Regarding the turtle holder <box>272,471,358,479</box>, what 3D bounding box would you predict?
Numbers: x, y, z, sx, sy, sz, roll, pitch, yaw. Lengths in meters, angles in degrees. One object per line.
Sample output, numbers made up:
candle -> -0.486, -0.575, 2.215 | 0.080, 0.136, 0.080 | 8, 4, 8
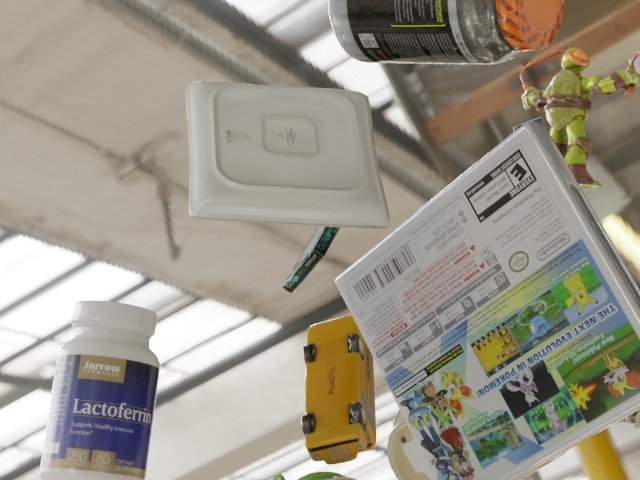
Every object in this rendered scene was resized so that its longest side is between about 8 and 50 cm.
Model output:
turtle holder -> 0.008, 0.559, 2.160 | 0.227, 0.320, 0.243 | 12, 152, 50

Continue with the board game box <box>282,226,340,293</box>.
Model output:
board game box -> 0.000, 0.000, 2.298 | 0.026, 0.126, 0.186 | 35, -137, -5

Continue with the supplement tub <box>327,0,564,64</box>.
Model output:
supplement tub -> 0.197, -0.382, 2.019 | 0.207, 0.338, 0.207 | -13, -74, -51

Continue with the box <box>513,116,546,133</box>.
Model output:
box -> 0.351, -0.145, 2.092 | 0.169, 0.054, 0.059 | -76, -35, -66

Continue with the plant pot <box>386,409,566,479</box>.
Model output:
plant pot -> 0.221, 0.270, 1.900 | 0.274, 0.256, 0.256 | -24, -94, -52

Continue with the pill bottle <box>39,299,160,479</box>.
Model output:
pill bottle -> -0.317, 0.228, 1.871 | 0.153, 0.153, 0.264 | 29, -118, -58

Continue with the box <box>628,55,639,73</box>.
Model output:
box -> 0.746, -0.317, 2.311 | 0.322, 0.232, 0.058 | 11, -120, -41

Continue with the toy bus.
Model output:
toy bus -> 0.036, 0.276, 2.329 | 0.332, 0.108, 0.130 | -90, -17, -52

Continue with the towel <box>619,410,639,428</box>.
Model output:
towel -> 0.631, 0.226, 2.230 | 0.282, 0.187, 0.049 | -7, -152, -40

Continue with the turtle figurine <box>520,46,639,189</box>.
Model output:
turtle figurine -> 0.360, -0.182, 1.795 | 0.087, 0.269, 0.217 | 7, -95, -37

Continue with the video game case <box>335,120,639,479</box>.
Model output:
video game case -> 0.185, 0.088, 1.349 | 0.036, 0.329, 0.300 | -9, -114, -47

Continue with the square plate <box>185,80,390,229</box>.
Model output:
square plate -> -0.060, -0.165, 2.243 | 0.049, 0.344, 0.347 | 105, 164, -45
